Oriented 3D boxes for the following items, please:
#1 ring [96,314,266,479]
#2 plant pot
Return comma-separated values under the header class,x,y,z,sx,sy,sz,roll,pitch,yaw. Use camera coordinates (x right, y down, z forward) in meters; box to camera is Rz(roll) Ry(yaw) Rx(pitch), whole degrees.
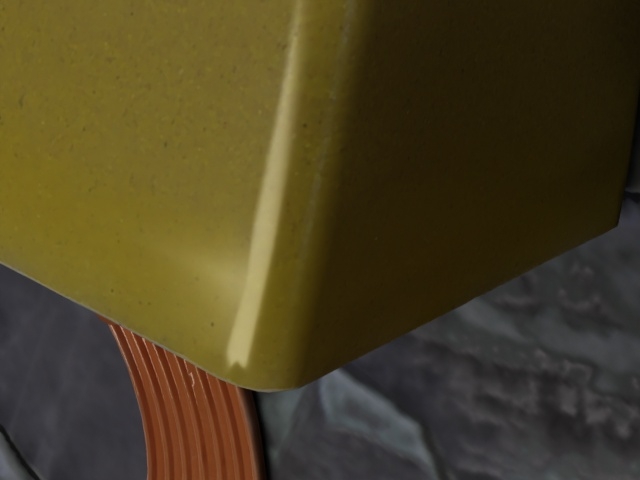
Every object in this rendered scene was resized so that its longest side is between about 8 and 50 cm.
class,x,y,z,sx,sy,sz,roll,pitch,yaw
ring,-0.166,0.062,0.852,0.336,0.032,0.337,18,124,29
plant pot,-0.021,-0.108,0.539,0.212,0.212,0.187,26,115,25
